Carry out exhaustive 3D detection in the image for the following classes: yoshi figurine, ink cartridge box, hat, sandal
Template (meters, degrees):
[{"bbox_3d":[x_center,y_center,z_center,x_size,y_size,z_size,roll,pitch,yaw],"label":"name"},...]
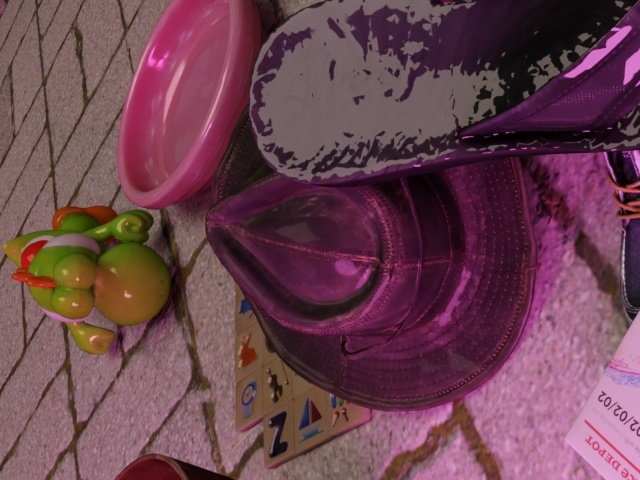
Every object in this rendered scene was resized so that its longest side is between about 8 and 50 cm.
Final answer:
[{"bbox_3d":[-0.306,0.049,1.405,0.203,0.203,0.362,-31,15,-9],"label":"yoshi figurine"},{"bbox_3d":[0.220,0.110,0.596,0.181,0.062,0.104,-64,32,13],"label":"ink cartridge box"},{"bbox_3d":[0.000,0.000,0.805,0.331,0.134,0.331,8,103,38],"label":"hat"},{"bbox_3d":[0.136,-0.125,0.598,0.446,0.107,0.167,-16,79,28],"label":"sandal"}]

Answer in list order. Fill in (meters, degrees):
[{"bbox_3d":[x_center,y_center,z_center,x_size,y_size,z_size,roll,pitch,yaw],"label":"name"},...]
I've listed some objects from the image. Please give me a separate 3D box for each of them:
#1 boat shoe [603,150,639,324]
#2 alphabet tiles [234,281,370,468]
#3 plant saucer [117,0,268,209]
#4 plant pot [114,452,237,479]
[{"bbox_3d":[0.215,-0.033,0.656,0.065,0.083,0.183,3,78,58],"label":"boat shoe"},{"bbox_3d":[-0.013,0.051,1.044,0.285,0.011,0.342,-37,45,44],"label":"alphabet tiles"},{"bbox_3d":[-0.167,-0.195,1.342,0.332,0.084,0.332,-33,48,46],"label":"plant saucer"},{"bbox_3d":[-0.043,0.288,0.757,0.215,0.231,0.215,-33,48,46],"label":"plant pot"}]
